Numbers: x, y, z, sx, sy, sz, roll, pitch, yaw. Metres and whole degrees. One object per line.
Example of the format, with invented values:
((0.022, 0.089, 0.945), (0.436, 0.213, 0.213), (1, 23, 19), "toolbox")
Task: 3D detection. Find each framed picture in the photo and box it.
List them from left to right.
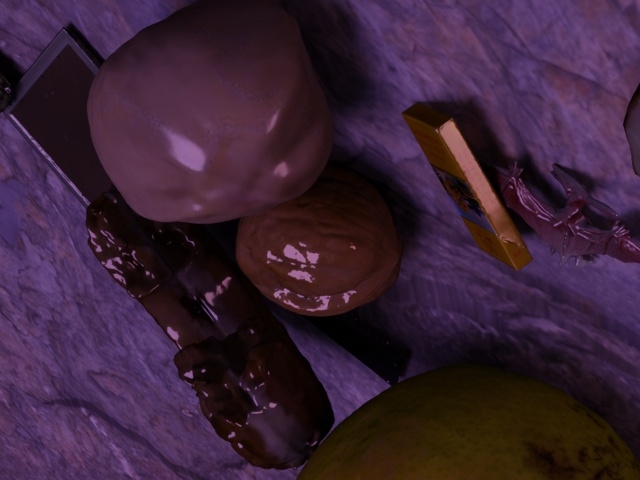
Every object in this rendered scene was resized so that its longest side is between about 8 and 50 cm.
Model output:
((-0.263, -0.120, 1.946), (0.216, 0.016, 0.273), (50, 151, -7), "framed picture")

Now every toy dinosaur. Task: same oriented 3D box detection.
((0.215, -0.016, 1.435), (0.220, 0.032, 0.108), (31, 149, 29), "toy dinosaur")

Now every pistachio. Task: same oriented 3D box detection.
((-0.111, -0.122, 1.557), (0.208, 0.226, 0.332), (22, 177, -26), "pistachio")

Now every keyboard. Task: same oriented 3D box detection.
((0.000, 0.076, 1.848), (0.231, 0.023, 0.072), (37, 157, 17), "keyboard")

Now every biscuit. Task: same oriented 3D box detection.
((-0.105, 0.101, 1.793), (0.366, 0.115, 0.268), (54, -179, 33), "biscuit")

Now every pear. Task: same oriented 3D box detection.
((0.127, 0.318, 1.633), (0.391, 0.391, 0.391), (32, 149, 23), "pear")

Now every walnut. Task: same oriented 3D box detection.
((0.000, 0.000, 1.632), (0.167, 0.149, 0.166), (13, 170, 2), "walnut")

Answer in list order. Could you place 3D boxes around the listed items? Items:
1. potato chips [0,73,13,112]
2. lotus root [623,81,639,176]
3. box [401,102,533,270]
((-0.446, -0.240, 2.003), (0.202, 0.029, 0.220), (18, 140, 56), "potato chips")
((0.305, -0.100, 1.122), (0.235, 0.119, 0.138), (10, 141, 49), "lotus root")
((0.129, -0.048, 1.489), (0.155, 0.023, 0.087), (58, 169, -21), "box")
